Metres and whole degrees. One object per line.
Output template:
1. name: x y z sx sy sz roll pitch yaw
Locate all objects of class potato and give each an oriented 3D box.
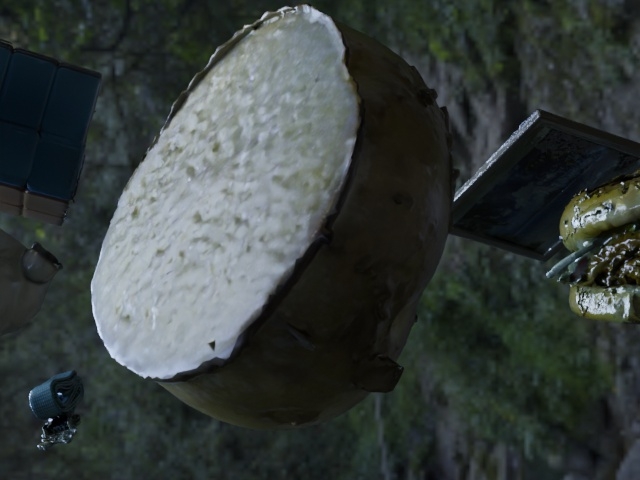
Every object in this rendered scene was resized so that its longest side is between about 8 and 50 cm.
1. potato: 0.000 0.000 1.353 0.319 0.385 0.442 29 -96 -39

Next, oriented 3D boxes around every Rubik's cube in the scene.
1. Rubik's cube: -0.491 -0.172 1.991 0.221 0.224 0.231 145 138 -71

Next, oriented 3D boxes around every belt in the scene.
1. belt: -0.424 0.270 2.014 0.179 0.065 0.100 -56 -53 -82

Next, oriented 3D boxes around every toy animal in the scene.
1. toy animal: -0.556 0.125 1.820 0.357 0.194 0.258 -54 -10 -16

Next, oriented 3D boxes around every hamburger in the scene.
1. hamburger: 0.253 -0.007 0.908 0.177 0.185 0.113 -154 54 -79

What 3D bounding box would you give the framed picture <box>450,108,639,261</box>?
1. framed picture: 0.338 -0.076 1.874 0.315 0.232 0.024 131 147 -49
